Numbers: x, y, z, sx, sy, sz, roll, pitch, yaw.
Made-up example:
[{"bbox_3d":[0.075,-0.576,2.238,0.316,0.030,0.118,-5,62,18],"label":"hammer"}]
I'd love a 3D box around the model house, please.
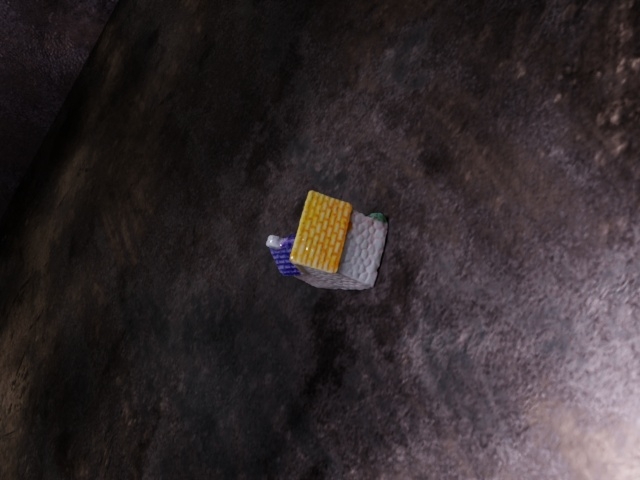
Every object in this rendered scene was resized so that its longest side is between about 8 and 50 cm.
[{"bbox_3d":[0.000,0.000,0.946,0.100,0.100,0.088,-7,64,53],"label":"model house"}]
